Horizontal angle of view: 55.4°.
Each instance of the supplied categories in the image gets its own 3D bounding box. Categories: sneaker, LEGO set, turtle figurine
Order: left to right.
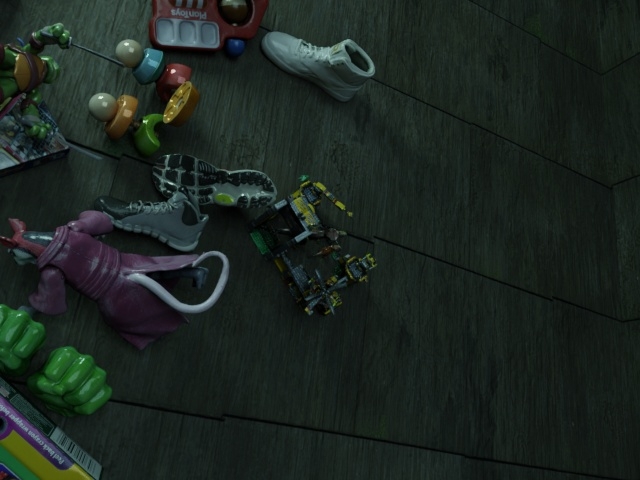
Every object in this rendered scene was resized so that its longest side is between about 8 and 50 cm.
[{"bbox_3d":[-0.518,-0.291,1.111,0.274,0.198,0.266,48,23,1],"label":"turtle figurine"},{"bbox_3d":[-0.337,-0.073,1.261,0.229,0.132,0.086,23,26,-29],"label":"sneaker"},{"bbox_3d":[-0.235,-0.118,1.361,0.279,0.118,0.107,13,90,-1],"label":"sneaker"},{"bbox_3d":[0.000,0.000,1.406,0.255,0.192,0.331,-22,86,-34],"label":"LEGO set"},{"bbox_3d":[0.003,-0.491,1.593,0.293,0.169,0.108,24,64,-20],"label":"sneaker"}]

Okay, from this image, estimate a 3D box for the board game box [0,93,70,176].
[{"bbox_3d":[-0.635,-0.255,1.210,0.165,0.042,0.243,-27,88,-34],"label":"board game box"}]

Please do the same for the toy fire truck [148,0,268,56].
[{"bbox_3d":[-0.271,-0.583,1.487,0.302,0.169,0.253,-5,100,-31],"label":"toy fire truck"}]

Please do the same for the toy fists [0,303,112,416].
[{"bbox_3d":[-0.494,0.212,1.061,0.279,0.142,0.096,40,43,-12],"label":"toy fists"}]

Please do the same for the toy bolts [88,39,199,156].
[{"bbox_3d":[-0.371,-0.332,1.298,0.158,0.218,0.228,30,52,-34],"label":"toy bolts"}]

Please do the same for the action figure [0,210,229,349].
[{"bbox_3d":[-0.403,0.071,1.113,0.370,0.276,0.248,31,65,-34],"label":"action figure"}]

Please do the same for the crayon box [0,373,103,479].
[{"bbox_3d":[-0.585,0.366,0.937,0.313,0.106,0.363,-45,99,-14],"label":"crayon box"}]
